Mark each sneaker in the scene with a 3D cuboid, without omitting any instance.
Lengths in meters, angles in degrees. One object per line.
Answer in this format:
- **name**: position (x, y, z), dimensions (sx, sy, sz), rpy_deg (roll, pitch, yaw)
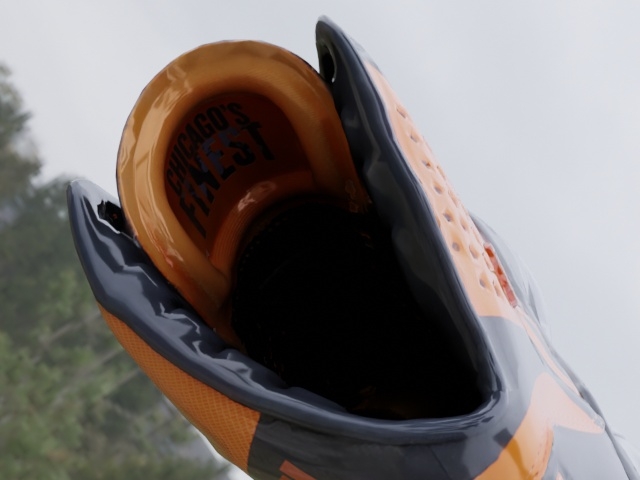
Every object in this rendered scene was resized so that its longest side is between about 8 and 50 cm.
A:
- **sneaker**: position (0.000, 0.000, 0.468), dimensions (0.180, 0.124, 0.321), rpy_deg (56, -5, -31)
